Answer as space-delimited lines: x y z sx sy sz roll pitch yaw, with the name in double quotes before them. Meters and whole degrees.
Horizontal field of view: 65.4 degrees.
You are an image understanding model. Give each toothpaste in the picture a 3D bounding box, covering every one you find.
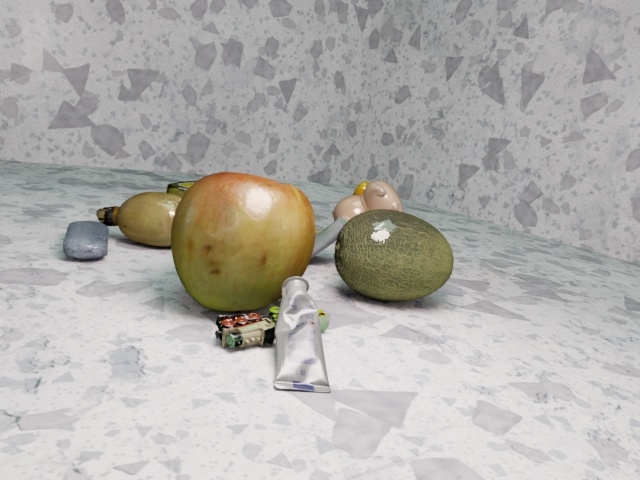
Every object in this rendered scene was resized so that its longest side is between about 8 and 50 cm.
"toothpaste" -0.040 0.173 0.928 0.096 0.061 0.266 7 34 -11

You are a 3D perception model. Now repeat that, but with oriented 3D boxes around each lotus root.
"lotus root" -0.530 -0.068 1.531 0.310 0.182 0.183 5 12 10

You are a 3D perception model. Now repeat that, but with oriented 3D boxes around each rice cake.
"rice cake" 0.000 0.000 1.599 0.198 0.037 0.189 -36 9 9

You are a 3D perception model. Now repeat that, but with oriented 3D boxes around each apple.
"apple" -0.172 0.007 1.142 0.339 0.305 0.338 6 -1 0

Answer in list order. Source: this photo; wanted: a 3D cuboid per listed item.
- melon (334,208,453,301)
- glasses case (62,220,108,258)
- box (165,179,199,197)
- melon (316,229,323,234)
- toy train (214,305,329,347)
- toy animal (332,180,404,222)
"melon" 0.194 0.042 1.334 0.329 0.248 0.248 11 12 -15
"glasses case" -0.647 -0.007 1.384 0.109 0.067 0.282 6 11 -25
"box" -0.344 -0.143 2.020 0.420 0.138 0.373 13 14 22
"melon" -0.072 -0.025 1.887 0.182 0.054 0.098 2 8 -30
"toy train" -0.095 0.170 1.003 0.250 0.053 0.085 -4 23 -42
"toy animal" 0.180 -0.077 1.969 0.247 0.277 0.345 -25 11 -14
